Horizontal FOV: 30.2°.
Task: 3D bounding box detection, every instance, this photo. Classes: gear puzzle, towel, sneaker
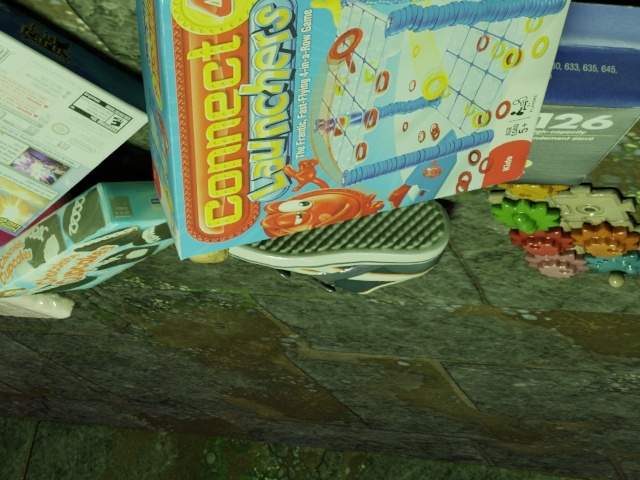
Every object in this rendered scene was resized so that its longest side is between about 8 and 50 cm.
[{"bbox_3d":[0.302,-0.015,1.455,0.176,0.044,0.339,0,158,27],"label":"gear puzzle"},{"bbox_3d":[-0.638,0.067,2.063,0.332,0.053,0.317,21,166,-34],"label":"towel"},{"bbox_3d":[0.000,0.000,1.526,0.321,0.126,0.127,8,155,2],"label":"sneaker"}]

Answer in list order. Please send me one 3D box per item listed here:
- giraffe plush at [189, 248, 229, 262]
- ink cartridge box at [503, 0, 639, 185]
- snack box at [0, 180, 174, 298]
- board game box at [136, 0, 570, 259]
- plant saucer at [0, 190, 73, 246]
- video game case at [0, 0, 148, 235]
[{"bbox_3d":[-0.064,-0.074,1.359,0.171,0.181,0.210,2,126,-6],"label":"giraffe plush"},{"bbox_3d":[0.140,-0.130,1.115,0.304,0.072,0.307,3,165,-3],"label":"ink cartridge box"},{"bbox_3d":[-0.302,0.001,1.592,0.187,0.060,0.322,-5,165,-46],"label":"snack box"},{"bbox_3d":[0.024,-0.141,0.877,0.302,0.086,0.308,-14,144,-13],"label":"board game box"},{"bbox_3d":[-0.490,-0.083,1.569,0.332,0.084,0.332,3,160,1],"label":"plant saucer"},{"bbox_3d":[-0.365,-0.138,1.279,0.244,0.061,0.269,-37,136,25],"label":"video game case"}]
